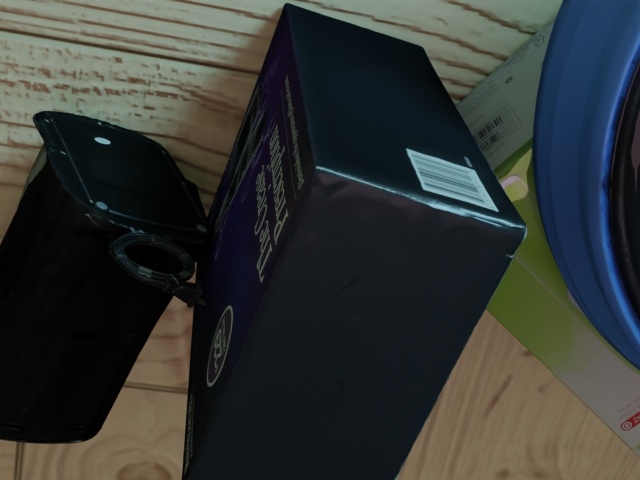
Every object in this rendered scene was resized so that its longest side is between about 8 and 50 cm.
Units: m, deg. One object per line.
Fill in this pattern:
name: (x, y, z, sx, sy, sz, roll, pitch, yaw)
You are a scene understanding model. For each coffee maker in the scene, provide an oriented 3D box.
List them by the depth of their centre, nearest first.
coffee maker: (-0.154, 0.037, 0.604, 0.120, 0.171, 0.178, 24, 113, -17)

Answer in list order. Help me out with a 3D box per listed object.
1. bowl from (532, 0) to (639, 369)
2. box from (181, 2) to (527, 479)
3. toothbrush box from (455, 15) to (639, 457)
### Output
bowl: (0.309, -0.056, 0.511, 0.391, 0.077, 0.391, -1, 115, -2)
box: (0.000, 0.000, 0.548, 0.103, 0.261, 0.184, 15, 115, -12)
toothbrush box: (0.218, -0.002, 0.646, 0.206, 0.122, 0.283, -40, 115, 15)
